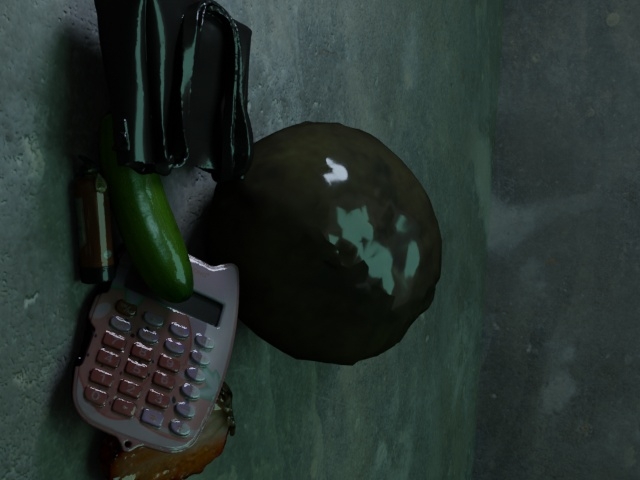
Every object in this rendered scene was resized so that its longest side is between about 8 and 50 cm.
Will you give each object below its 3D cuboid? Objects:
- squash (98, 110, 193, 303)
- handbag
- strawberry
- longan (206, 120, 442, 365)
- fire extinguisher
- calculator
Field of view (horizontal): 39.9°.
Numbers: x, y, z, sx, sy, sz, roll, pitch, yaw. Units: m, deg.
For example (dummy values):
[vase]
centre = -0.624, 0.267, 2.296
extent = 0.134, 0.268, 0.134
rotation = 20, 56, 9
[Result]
[squash]
centre = -0.253, -0.047, 1.242
extent = 0.082, 0.082, 0.293
rotation = -26, 98, -63
[handbag]
centre = -0.189, -0.211, 1.243
extent = 0.285, 0.113, 0.257
rotation = 2, 84, -63
[strawberry]
centre = -0.247, 0.280, 1.341
extent = 0.236, 0.111, 0.190
rotation = -24, 128, -38
[longan]
centre = 0.002, -0.002, 1.543
extent = 0.436, 0.403, 0.404
rotation = 46, 47, -25
[fire extinguisher]
centre = -0.310, -0.031, 1.199
extent = 0.062, 0.050, 0.177
rotation = -35, 124, -70
[calculator]
centre = -0.234, 0.147, 1.261
extent = 0.220, 0.048, 0.330
rotation = 28, 53, -22
